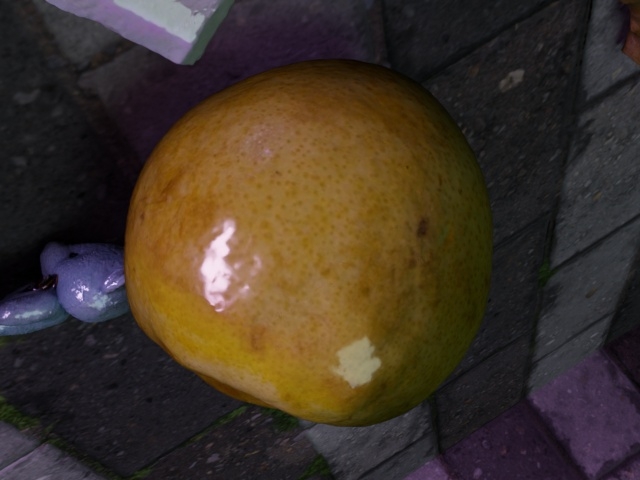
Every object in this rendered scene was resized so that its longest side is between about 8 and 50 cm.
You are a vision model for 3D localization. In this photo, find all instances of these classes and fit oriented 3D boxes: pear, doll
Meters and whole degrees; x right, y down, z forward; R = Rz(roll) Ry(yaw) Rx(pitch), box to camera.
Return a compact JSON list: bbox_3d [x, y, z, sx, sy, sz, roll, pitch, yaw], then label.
[{"bbox_3d":[0.000,0.000,0.741,0.303,0.304,0.304,-27,152,-16],"label":"pear"},{"bbox_3d":[-0.237,0.040,0.784,0.179,0.075,0.120,-10,-172,-6],"label":"doll"}]

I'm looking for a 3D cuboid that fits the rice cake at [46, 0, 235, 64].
[{"bbox_3d":[-0.132,-0.184,0.451,0.237,0.043,0.127,26,122,-30],"label":"rice cake"}]

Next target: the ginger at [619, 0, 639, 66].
[{"bbox_3d":[0.340,-0.259,0.947,0.118,0.065,0.299,-35,156,8],"label":"ginger"}]
